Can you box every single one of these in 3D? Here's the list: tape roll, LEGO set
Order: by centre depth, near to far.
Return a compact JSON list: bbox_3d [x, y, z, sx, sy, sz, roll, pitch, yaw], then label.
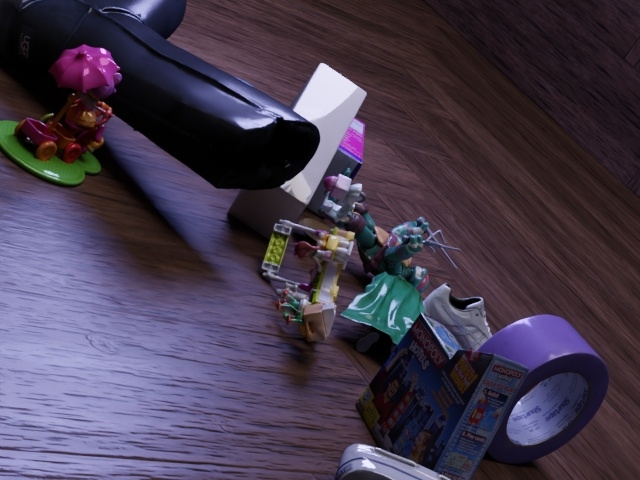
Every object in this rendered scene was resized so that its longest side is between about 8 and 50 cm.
[{"bbox_3d":[0.271,0.192,1.951,0.189,0.189,0.080,17,25,-43],"label":"tape roll"},{"bbox_3d":[-0.024,0.041,1.954,0.107,0.132,0.287,18,43,-1],"label":"LEGO set"}]

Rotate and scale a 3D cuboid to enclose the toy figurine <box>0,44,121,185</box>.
[{"bbox_3d":[-0.299,-0.167,1.891,0.130,0.159,0.173,44,20,25],"label":"toy figurine"}]

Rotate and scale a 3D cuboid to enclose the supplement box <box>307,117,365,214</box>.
[{"bbox_3d":[-0.003,-0.140,2.417,0.114,0.111,0.220,32,18,-7],"label":"supplement box"}]

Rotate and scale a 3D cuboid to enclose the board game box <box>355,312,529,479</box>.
[{"bbox_3d":[0.145,0.182,1.746,0.060,0.194,0.194,23,22,-33],"label":"board game box"}]

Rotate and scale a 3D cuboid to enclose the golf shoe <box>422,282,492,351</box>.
[{"bbox_3d":[0.223,0.128,2.192,0.176,0.086,0.069,30,17,-20],"label":"golf shoe"}]

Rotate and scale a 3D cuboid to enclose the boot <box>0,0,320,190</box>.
[{"bbox_3d":[-0.177,-0.233,2.105,0.445,0.146,0.367,28,33,27],"label":"boot"}]

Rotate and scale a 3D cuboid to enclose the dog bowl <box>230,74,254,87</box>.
[{"bbox_3d":[-0.149,-0.187,2.340,0.166,0.074,0.297,38,18,9],"label":"dog bowl"}]

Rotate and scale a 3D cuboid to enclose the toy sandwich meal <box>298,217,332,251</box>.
[{"bbox_3d":[0.000,0.000,2.212,0.085,0.029,0.085,29,17,-10],"label":"toy sandwich meal"}]

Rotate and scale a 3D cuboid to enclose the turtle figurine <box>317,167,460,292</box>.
[{"bbox_3d":[0.103,0.002,2.212,0.234,0.118,0.175,40,5,-11],"label":"turtle figurine"}]

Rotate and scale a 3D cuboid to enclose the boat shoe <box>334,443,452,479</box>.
[{"bbox_3d":[0.134,0.291,1.617,0.258,0.095,0.084,33,23,-10],"label":"boat shoe"}]

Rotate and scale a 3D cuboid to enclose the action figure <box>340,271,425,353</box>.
[{"bbox_3d":[0.097,0.098,2.078,0.137,0.063,0.232,32,22,-3],"label":"action figure"}]

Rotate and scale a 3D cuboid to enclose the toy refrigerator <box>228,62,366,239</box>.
[{"bbox_3d":[-0.027,-0.127,2.183,0.094,0.102,0.269,33,45,-6],"label":"toy refrigerator"}]
